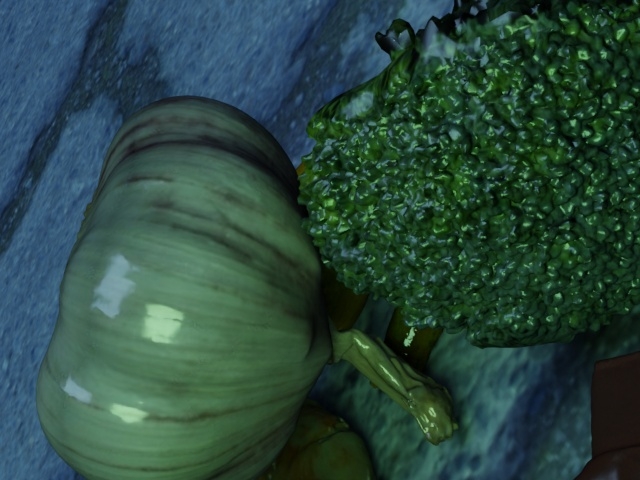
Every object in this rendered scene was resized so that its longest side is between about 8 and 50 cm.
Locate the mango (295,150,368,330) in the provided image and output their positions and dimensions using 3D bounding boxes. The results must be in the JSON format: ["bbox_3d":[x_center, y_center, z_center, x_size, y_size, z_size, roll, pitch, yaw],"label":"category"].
[{"bbox_3d":[0.000,0.000,1.017,0.098,0.075,0.190,2,68,42],"label":"mango"}]

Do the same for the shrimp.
[{"bbox_3d":[-0.049,0.161,1.002,0.294,0.062,0.154,38,109,58],"label":"shrimp"}]

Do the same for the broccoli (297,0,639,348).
[{"bbox_3d":[0.112,-0.048,0.757,0.226,0.198,0.176,-52,23,-10],"label":"broccoli"}]

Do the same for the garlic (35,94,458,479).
[{"bbox_3d":[-0.033,0.058,0.865,0.245,0.253,0.245,18,-90,-88],"label":"garlic"}]

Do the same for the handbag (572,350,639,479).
[{"bbox_3d":[0.214,0.153,0.575,0.275,0.084,0.260,-21,55,52],"label":"handbag"}]

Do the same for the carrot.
[{"bbox_3d":[0.078,0.023,0.917,0.042,0.042,0.171,33,102,60],"label":"carrot"}]
